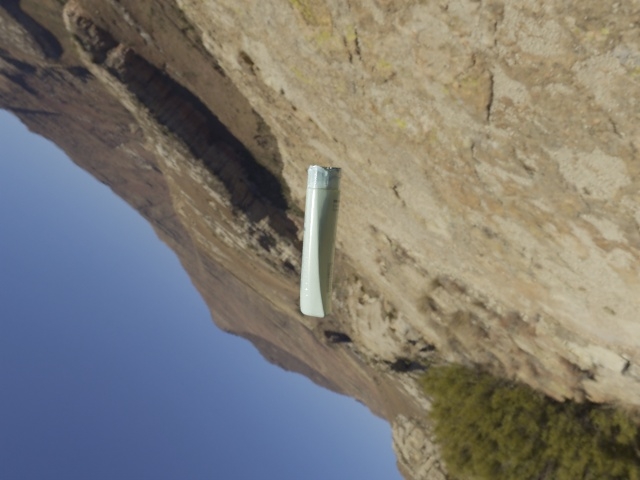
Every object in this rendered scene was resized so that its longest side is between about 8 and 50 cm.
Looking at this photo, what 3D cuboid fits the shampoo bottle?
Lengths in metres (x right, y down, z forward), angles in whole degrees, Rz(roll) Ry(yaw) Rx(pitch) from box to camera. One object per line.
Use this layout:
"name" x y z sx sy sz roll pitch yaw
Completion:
"shampoo bottle" 0.000 0.000 0.738 0.049 0.213 0.072 5 -172 12
